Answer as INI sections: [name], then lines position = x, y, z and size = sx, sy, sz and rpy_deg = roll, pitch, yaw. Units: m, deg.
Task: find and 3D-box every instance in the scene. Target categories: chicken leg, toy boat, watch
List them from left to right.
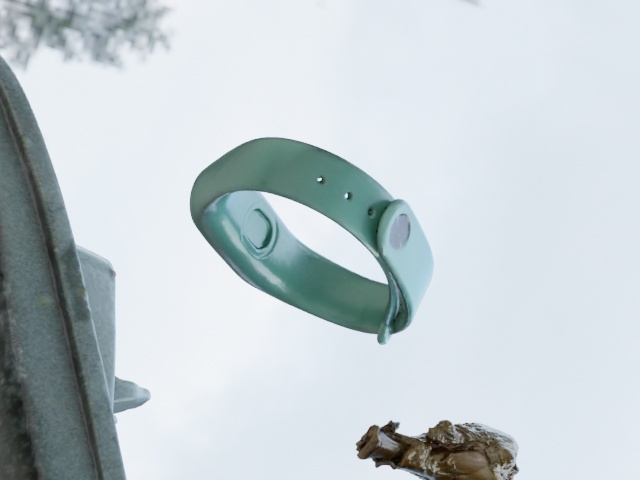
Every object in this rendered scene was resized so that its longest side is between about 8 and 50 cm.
[toy boat]
position = -0.144, 0.047, 0.784
size = 0.141, 0.092, 0.320
rpy_deg = -38, -118, 57
[watch]
position = 0.000, 0.000, 1.333
size = 0.195, 0.237, 0.068
rpy_deg = 9, -119, 32
[chicken leg]
position = 0.128, 0.227, 1.669
size = 0.101, 0.207, 0.085
rpy_deg = 40, -70, 50
